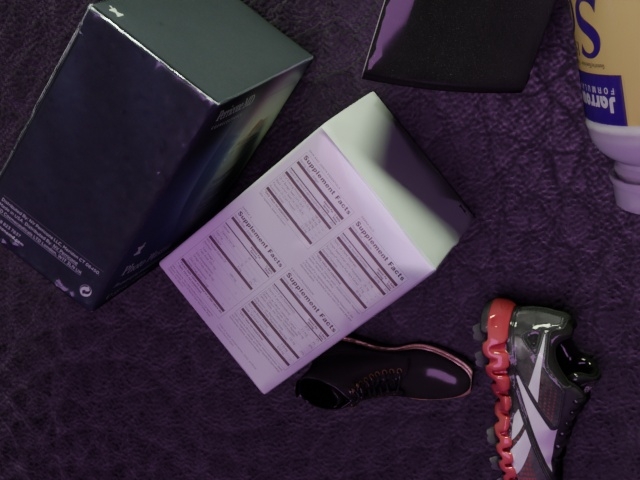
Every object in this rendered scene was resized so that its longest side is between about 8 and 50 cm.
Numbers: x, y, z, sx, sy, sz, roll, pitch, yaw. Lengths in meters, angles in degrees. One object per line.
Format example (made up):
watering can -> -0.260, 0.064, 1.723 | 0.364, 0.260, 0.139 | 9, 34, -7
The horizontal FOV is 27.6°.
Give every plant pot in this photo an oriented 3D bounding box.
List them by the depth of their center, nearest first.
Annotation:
plant pot -> 0.158, -0.252, 1.374 | 0.167, 0.188, 0.187 | 19, 113, 2

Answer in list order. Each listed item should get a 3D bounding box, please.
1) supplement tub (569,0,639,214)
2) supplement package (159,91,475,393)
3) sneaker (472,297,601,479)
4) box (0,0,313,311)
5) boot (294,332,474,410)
supplement tub -> 0.369, -0.209, 1.271 | 0.241, 0.241, 0.331 | -5, 105, 21
supplement package -> 0.000, 0.000, 1.493 | 0.262, 0.199, 0.198 | -38, 92, 26
sneaker -> 0.264, 0.199, 1.524 | 0.135, 0.097, 0.276 | -4, 105, 23
box -> -0.190, -0.118, 1.467 | 0.182, 0.296, 0.294 | 36, 116, 5
boot -> 0.075, 0.176, 1.561 | 0.197, 0.137, 0.077 | 6, 110, 17
